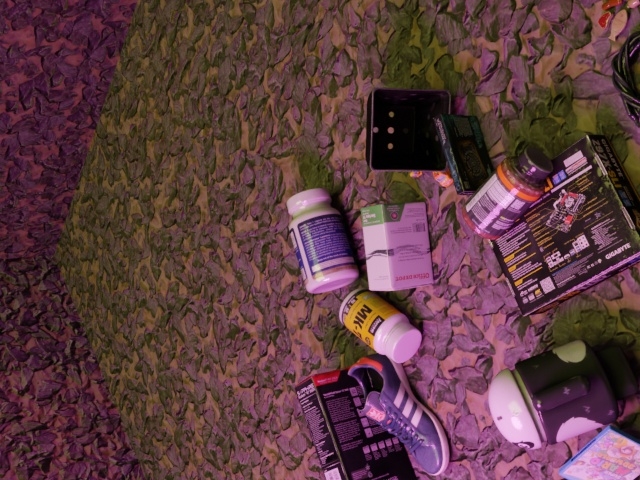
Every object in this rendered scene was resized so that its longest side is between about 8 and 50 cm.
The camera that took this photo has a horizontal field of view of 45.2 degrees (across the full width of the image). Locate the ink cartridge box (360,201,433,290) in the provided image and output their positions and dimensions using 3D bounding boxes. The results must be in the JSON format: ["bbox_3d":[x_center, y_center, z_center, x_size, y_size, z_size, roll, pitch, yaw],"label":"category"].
[{"bbox_3d":[0.189,0.015,1.888,0.087,0.153,0.208,-8,86,51],"label":"ink cartridge box"}]

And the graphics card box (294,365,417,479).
[{"bbox_3d":[0.097,0.516,1.990,0.094,0.233,0.371,-39,65,41],"label":"graphics card box"}]

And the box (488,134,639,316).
[{"bbox_3d":[0.496,-0.023,1.571,0.322,0.079,0.257,-41,61,45],"label":"box"}]

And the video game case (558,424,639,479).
[{"bbox_3d":[0.570,0.440,1.518,0.119,0.015,0.166,27,126,-5],"label":"video game case"}]

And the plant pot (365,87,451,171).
[{"bbox_3d":[0.189,-0.262,1.829,0.167,0.188,0.187,-148,59,-76],"label":"plant pot"}]

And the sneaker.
[{"bbox_3d":[0.184,0.444,1.942,0.350,0.148,0.131,56,133,30],"label":"sneaker"}]

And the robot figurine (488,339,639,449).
[{"bbox_3d":[0.471,0.303,1.507,0.173,0.278,0.209,-103,-11,-56],"label":"robot figurine"}]

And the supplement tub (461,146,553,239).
[{"bbox_3d":[0.383,-0.098,1.561,0.198,0.106,0.106,-53,55,39],"label":"supplement tub"}]

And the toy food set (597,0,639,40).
[{"bbox_3d":[0.575,-0.455,1.477,0.078,0.019,0.122,53,139,33],"label":"toy food set"}]

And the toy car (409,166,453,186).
[{"bbox_3d":[0.265,-0.151,1.866,0.122,0.040,0.060,-16,82,50],"label":"toy car"}]

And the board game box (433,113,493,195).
[{"bbox_3d":[0.328,-0.192,1.719,0.026,0.126,0.186,-28,71,48],"label":"board game box"}]

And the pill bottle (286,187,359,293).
[{"bbox_3d":[0.000,0.000,2.116,0.153,0.153,0.264,-32,69,47],"label":"pill bottle"}]

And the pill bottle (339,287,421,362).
[{"bbox_3d":[0.154,0.219,1.979,0.208,0.119,0.119,35,120,43],"label":"pill bottle"}]

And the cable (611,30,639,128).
[{"bbox_3d":[0.618,-0.307,1.416,0.150,0.047,0.184,-25,74,49],"label":"cable"}]
